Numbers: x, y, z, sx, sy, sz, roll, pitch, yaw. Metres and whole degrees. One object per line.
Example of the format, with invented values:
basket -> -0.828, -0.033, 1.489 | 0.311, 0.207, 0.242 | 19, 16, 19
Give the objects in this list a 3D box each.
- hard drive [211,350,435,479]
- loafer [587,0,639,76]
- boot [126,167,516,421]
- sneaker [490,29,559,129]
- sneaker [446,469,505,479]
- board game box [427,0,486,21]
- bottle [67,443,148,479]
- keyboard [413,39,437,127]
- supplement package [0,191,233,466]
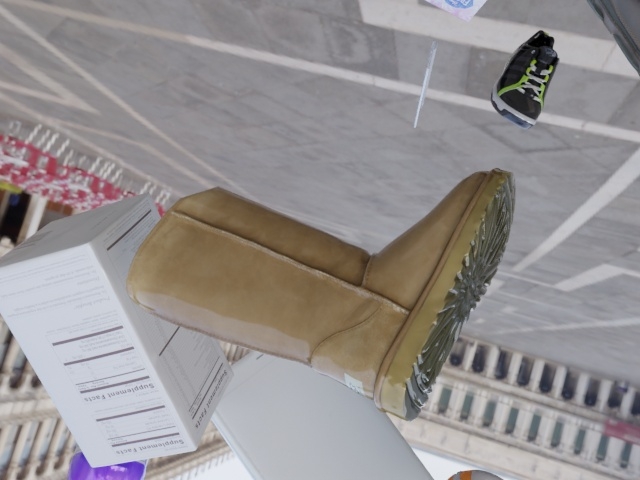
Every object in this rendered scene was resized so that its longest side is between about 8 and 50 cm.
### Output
hard drive -> -0.005, 0.279, 0.928 | 0.307, 0.203, 0.040 | 53, 159, 7
loafer -> 0.312, -0.159, 0.566 | 0.096, 0.267, 0.084 | -23, 169, -15
boot -> 0.000, 0.000, 0.563 | 0.270, 0.236, 0.089 | 20, 150, 29
sneaker -> 0.351, -0.284, 1.120 | 0.084, 0.234, 0.097 | 26, 137, -6
sneaker -> 0.236, 0.408, 0.696 | 0.321, 0.124, 0.180 | 37, -150, 5
board game box -> 0.145, -0.594, 1.276 | 0.318, 0.318, 0.066 | 15, 137, -29
bottle -> -0.277, 0.285, 0.880 | 0.092, 0.282, 0.118 | 24, 147, -23
keyboard -> 0.225, -0.334, 1.450 | 0.014, 0.072, 0.256 | 18, 164, 8
supplement package -> -0.213, 0.096, 0.707 | 0.134, 0.244, 0.139 | -14, -160, 17
